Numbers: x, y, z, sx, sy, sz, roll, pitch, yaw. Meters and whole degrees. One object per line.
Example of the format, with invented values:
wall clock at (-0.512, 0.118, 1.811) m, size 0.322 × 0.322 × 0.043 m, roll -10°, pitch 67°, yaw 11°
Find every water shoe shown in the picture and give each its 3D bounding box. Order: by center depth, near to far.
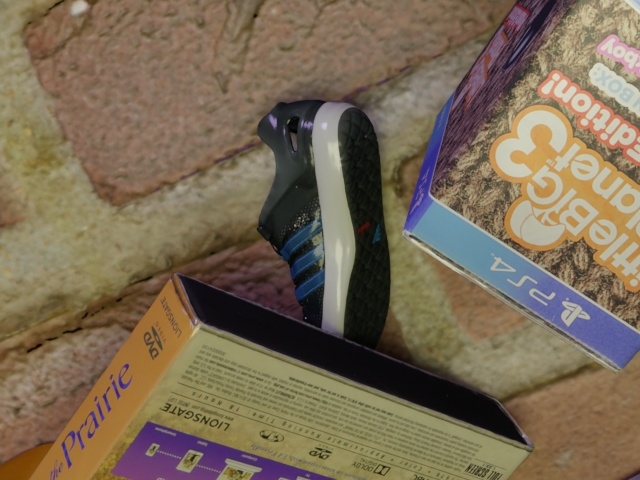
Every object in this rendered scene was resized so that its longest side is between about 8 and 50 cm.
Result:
water shoe at (0.000, 0.000, 0.863) m, size 0.080 × 0.073 × 0.203 m, roll 10°, pitch 111°, yaw 30°

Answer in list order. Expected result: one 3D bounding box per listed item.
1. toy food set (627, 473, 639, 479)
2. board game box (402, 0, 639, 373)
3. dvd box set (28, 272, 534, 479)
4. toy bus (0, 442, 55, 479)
toy food set at (0.246, 0.247, 0.886) m, size 0.232 × 0.111 × 0.104 m, roll -32°, pitch 114°, yaw 13°
board game box at (0.192, -0.115, 0.697) m, size 0.141 × 0.232 × 0.291 m, roll 33°, pitch 112°, yaw -3°
dvd box set at (-0.086, 0.243, 0.862) m, size 0.307 × 0.062 × 0.420 m, roll 24°, pitch 110°, yaw -35°
toy bus at (-0.303, 0.291, 0.953) m, size 0.332 × 0.108 × 0.130 m, roll -39°, pitch 102°, yaw 15°
